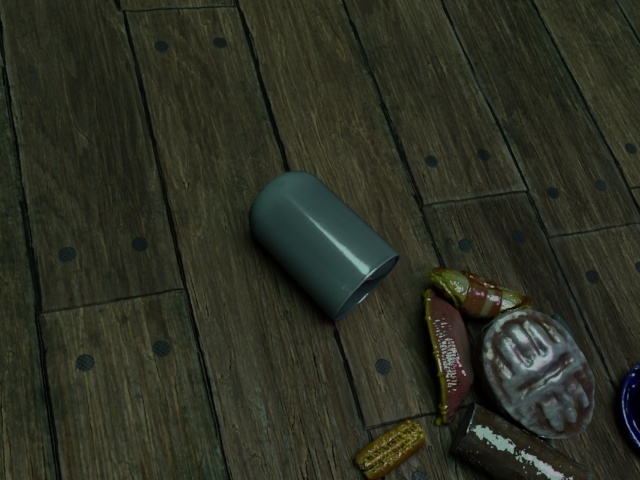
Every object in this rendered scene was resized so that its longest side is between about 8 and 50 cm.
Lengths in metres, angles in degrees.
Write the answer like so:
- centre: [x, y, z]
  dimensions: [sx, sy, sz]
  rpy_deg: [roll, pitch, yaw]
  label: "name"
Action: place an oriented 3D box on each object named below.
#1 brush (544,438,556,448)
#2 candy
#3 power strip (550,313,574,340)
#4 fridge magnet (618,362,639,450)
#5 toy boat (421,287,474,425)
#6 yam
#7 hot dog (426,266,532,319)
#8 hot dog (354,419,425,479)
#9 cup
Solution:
- centre: [0.499, 0.450, 1.717]
  dimensions: [0.042, 0.039, 0.299]
  rpy_deg: [9, 59, -9]
  label: "brush"
- centre: [0.451, 0.284, 1.686]
  dimensions: [0.214, 0.157, 0.289]
  rpy_deg: [-32, 87, -11]
  label: "candy"
- centre: [0.499, 0.262, 1.816]
  dimensions: [0.216, 0.044, 0.137]
  rpy_deg: [-22, 70, -25]
  label: "power strip"
- centre: [0.803, 0.390, 1.783]
  dimensions: [0.266, 0.112, 0.265]
  rpy_deg: [5, 63, -9]
  label: "fridge magnet"
- centre: [0.278, 0.242, 1.744]
  dimensions: [0.141, 0.099, 0.317]
  rpy_deg: [31, 46, -47]
  label: "toy boat"
- centre: [0.404, 0.451, 1.623]
  dimensions: [0.280, 0.131, 0.131]
  rpy_deg: [30, 58, 13]
  label: "yam"
- centre: [0.358, 0.133, 1.818]
  dimensions: [0.262, 0.093, 0.123]
  rpy_deg: [21, 21, -3]
  label: "hot dog"
- centre: [0.148, 0.431, 1.630]
  dimensions: [0.165, 0.045, 0.071]
  rpy_deg: [-28, 70, -25]
  label: "hot dog"
- centre: [0.000, 0.000, 1.738]
  dimensions: [0.205, 0.205, 0.312]
  rpy_deg: [-37, 75, -28]
  label: "cup"
